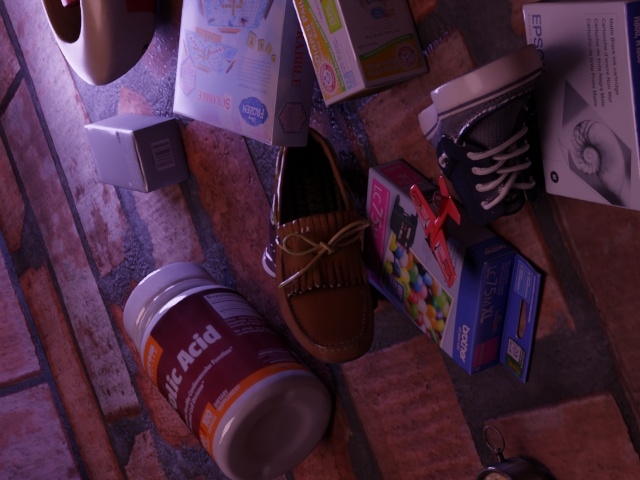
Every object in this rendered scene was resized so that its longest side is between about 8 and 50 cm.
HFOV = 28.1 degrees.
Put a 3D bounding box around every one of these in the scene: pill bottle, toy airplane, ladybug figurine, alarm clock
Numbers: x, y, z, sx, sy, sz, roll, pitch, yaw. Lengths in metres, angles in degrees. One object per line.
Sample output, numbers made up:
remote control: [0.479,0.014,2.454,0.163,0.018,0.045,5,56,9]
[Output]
pill bottle: [-0.174,0.217,2.221,0.392,0.224,0.224,43,140,41]
toy airplane: [0.147,-0.023,1.579,0.151,0.028,0.151,164,90,-81]
ladybug figurine: [-0.411,-0.507,2.294,0.305,0.162,0.449,0,106,61]
alarm clock: [0.257,0.335,1.693,0.129,0.064,0.192,-20,91,62]

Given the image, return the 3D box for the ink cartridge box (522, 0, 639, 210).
ink cartridge box: [0.310,-0.145,1.342,0.224,0.045,0.223,14,118,58]

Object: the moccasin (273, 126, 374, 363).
moccasin: [0.003,0.000,1.787,0.147,0.139,0.380,86,-179,-53]

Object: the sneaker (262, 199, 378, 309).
sneaker: [-0.012,0.005,1.945,0.281,0.106,0.162,30,127,53]

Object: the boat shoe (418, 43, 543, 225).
boat shoe: [0.199,-0.108,1.420,0.340,0.127,0.158,89,156,-88]

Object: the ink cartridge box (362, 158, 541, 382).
ink cartridge box: [0.165,0.044,1.698,0.311,0.065,0.186,41,139,42]

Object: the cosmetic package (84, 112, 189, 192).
cosmetic package: [-0.354,-0.171,2.451,0.238,0.107,0.127,8,116,56]

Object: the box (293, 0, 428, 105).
box: [0.044,-0.291,1.670,0.114,0.103,0.203,-17,91,62]

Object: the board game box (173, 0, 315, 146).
board game box: [-0.109,-0.320,1.888,0.319,0.066,0.318,25,111,55]
